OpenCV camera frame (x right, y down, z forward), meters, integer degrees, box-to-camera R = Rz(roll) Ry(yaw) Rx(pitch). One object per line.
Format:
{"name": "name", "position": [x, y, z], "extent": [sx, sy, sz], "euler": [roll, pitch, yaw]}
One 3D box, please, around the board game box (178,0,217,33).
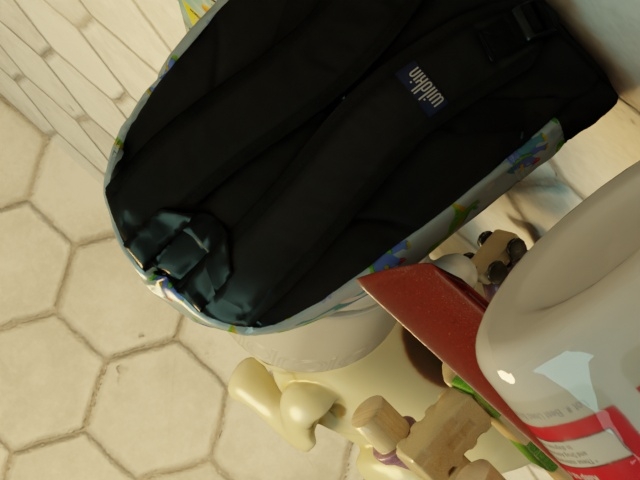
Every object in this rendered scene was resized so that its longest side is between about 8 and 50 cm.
{"name": "board game box", "position": [-0.034, -0.207, 1.861], "extent": [0.254, 0.079, 0.336], "euler": [42, 169, 15]}

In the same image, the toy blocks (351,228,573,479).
{"name": "toy blocks", "position": [0.231, 0.187, 1.816], "extent": [0.260, 0.288, 0.309], "euler": [46, 169, -24]}

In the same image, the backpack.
{"name": "backpack", "position": [0.000, -0.079, 1.495], "extent": [0.290, 0.355, 0.273], "euler": [44, 170, 1]}

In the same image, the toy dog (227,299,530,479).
{"name": "toy dog", "position": [0.056, 0.122, 2.132], "extent": [0.408, 0.284, 0.395], "euler": [41, 158, -30]}

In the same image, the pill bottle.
{"name": "pill bottle", "position": [0.307, 0.145, 1.210], "extent": [0.407, 0.229, 0.229], "euler": [49, 168, -11]}

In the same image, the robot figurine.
{"name": "robot figurine", "position": [0.000, 0.000, 1.797], "extent": [0.300, 0.199, 0.353], "euler": [19, 156, 1]}

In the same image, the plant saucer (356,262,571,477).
{"name": "plant saucer", "position": [0.153, 0.105, 1.415], "extent": [0.258, 0.048, 0.259], "euler": [42, -177, 11]}
